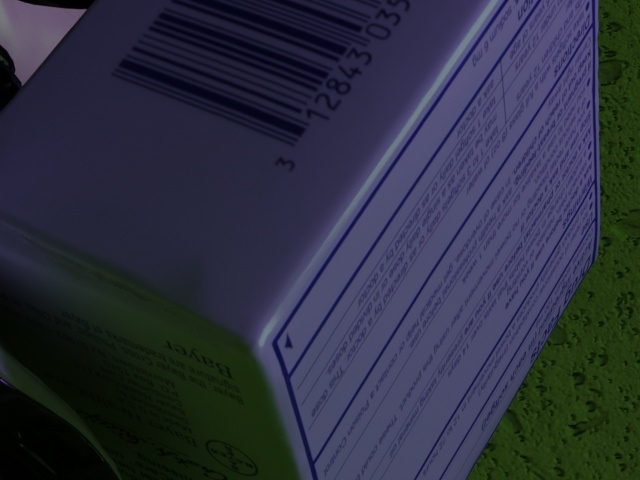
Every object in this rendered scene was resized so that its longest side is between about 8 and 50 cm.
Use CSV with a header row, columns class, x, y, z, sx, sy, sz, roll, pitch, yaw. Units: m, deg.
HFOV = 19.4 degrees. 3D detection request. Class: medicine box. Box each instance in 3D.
class,x,y,z,sx,sy,sz,roll,pitch,yaw
medicine box,0.000,0.000,0.811,0.263,0.149,0.289,-56,155,-27

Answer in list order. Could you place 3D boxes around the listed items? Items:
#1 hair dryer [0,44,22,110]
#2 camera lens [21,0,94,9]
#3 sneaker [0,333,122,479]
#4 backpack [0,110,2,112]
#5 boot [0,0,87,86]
class,x,y,z,sx,sy,sz,roll,pitch,yaw
hair dryer,-0.141,0.047,0.920,0.293,0.080,0.223,54,25,-50
camera lens,-0.137,-0.254,0.840,0.274,0.219,0.219,43,-18,24
sneaker,-0.147,0.055,0.676,0.271,0.100,0.108,62,-6,-22
backpack,-0.202,-0.014,1.061,0.098,0.101,0.120,-105,-144,-63
boot,-0.208,-0.169,1.181,0.203,0.095,0.262,44,39,-52
